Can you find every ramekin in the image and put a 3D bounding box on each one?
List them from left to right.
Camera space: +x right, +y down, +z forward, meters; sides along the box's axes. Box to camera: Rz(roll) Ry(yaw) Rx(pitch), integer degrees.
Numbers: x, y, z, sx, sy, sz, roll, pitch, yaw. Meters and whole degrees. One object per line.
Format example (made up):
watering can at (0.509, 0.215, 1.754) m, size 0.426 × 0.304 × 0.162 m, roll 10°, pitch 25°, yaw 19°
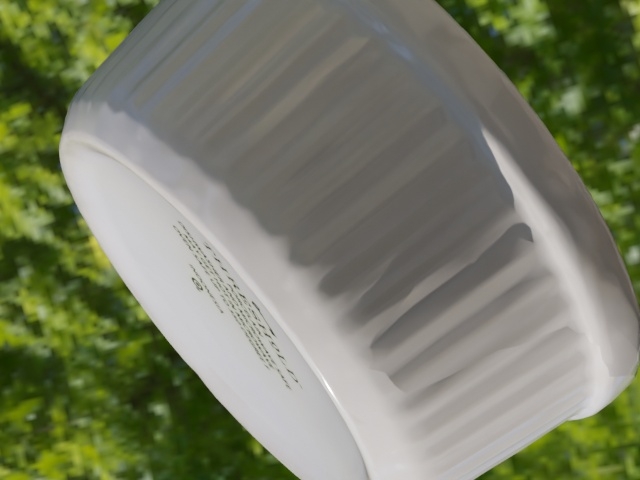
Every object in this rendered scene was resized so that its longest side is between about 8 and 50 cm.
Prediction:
ramekin at (0.000, 0.000, 0.842) m, size 0.127 × 0.273 × 0.273 m, roll -39°, pitch -70°, yaw -15°

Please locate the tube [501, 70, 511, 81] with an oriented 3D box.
tube at (0.036, -0.022, 1.053) m, size 0.080 × 0.052 × 0.207 m, roll 36°, pitch -123°, yaw 11°
